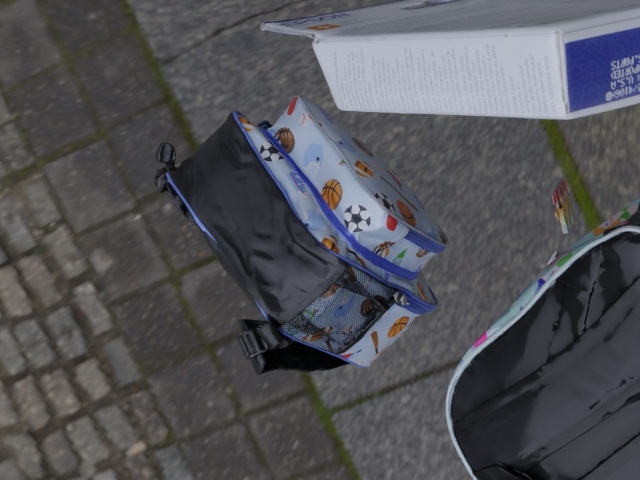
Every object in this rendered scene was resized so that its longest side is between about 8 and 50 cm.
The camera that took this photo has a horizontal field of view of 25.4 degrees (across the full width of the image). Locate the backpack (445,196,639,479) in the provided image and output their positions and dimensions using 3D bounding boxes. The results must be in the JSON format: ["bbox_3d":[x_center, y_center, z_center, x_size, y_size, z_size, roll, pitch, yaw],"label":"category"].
[{"bbox_3d":[0.222,0.105,0.979,0.225,0.191,0.253,48,123,8],"label":"backpack"}]

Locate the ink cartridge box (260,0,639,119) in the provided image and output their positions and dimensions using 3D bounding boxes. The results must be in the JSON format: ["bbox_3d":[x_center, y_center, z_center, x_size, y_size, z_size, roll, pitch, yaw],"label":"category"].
[{"bbox_3d":[0.120,-0.104,0.730,0.224,0.223,0.045,13,114,53],"label":"ink cartridge box"}]

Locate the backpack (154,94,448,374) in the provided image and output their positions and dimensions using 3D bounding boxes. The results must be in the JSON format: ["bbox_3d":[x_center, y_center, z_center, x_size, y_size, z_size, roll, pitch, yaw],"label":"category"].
[{"bbox_3d":[0.000,0.000,1.437,0.213,0.263,0.276,-35,58,8],"label":"backpack"}]

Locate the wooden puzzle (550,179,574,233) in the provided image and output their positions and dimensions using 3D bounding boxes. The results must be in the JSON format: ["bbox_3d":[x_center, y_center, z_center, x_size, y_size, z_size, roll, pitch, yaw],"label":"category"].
[{"bbox_3d":[0.273,-0.038,1.589,0.006,0.083,0.049,-11,104,23],"label":"wooden puzzle"}]
